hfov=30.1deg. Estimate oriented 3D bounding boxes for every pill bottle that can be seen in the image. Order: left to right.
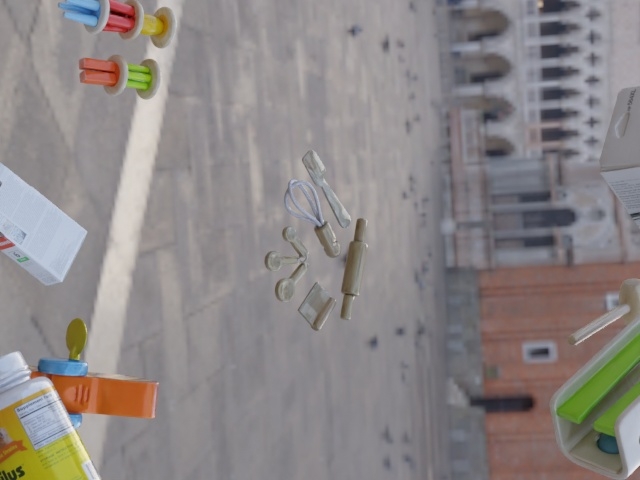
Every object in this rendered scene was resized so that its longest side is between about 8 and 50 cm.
[{"bbox_3d":[-0.357,0.248,1.453,0.215,0.117,0.117,62,6,4],"label":"pill bottle"}]

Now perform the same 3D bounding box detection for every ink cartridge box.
[{"bbox_3d":[-0.284,-0.015,1.144,0.115,0.029,0.063,43,51,-31],"label":"ink cartridge box"},{"bbox_3d":[0.474,-0.096,1.631,0.203,0.085,0.148,45,54,-38],"label":"ink cartridge box"}]

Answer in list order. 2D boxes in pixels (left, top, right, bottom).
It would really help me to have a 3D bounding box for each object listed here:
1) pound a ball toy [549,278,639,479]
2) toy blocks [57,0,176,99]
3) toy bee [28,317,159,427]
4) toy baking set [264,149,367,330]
[{"bbox_3d":[0.465,0.206,1.785,0.319,0.208,0.136,-35,122,-31],"label":"pound a ball toy"},{"bbox_3d":[-0.260,-0.239,1.454,0.148,0.054,0.123,4,111,-43],"label":"toy blocks"},{"bbox_3d":[-0.391,0.201,1.718,0.195,0.298,0.162,-64,-159,-9],"label":"toy bee"},{"bbox_3d":[0.004,0.003,1.800,0.196,0.030,0.256,28,69,-44],"label":"toy baking set"}]
